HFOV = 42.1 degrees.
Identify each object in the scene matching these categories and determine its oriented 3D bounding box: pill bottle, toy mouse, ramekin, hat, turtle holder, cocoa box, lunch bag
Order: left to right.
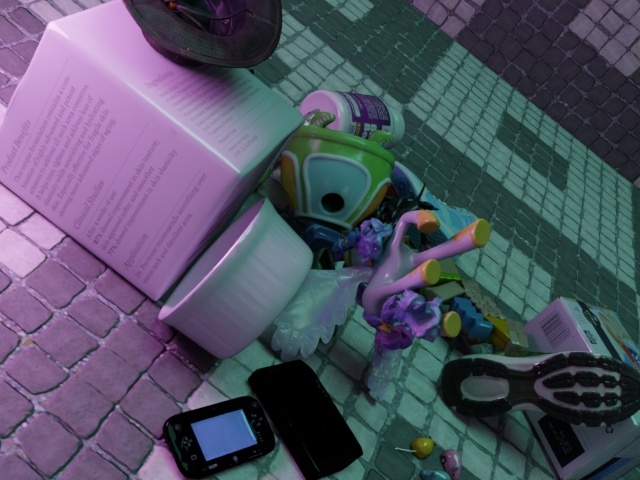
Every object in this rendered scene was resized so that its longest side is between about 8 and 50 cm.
[{"bbox_3d":[-0.220,-0.394,1.427,0.331,0.134,0.331,16,55,-23],"label":"hat"},{"bbox_3d":[-0.138,0.071,1.432,0.135,0.277,0.277,42,31,-12],"label":"ramekin"},{"bbox_3d":[0.000,0.000,1.848,0.098,0.067,0.065,19,36,-27],"label":"lunch bag"},{"bbox_3d":[0.004,-0.154,1.879,0.320,0.243,0.228,19,82,-29],"label":"turtle holder"},{"bbox_3d":[0.091,-0.311,2.237,0.301,0.169,0.169,-5,53,-48],"label":"pill bottle"},{"bbox_3d":[0.236,0.432,1.585,0.161,0.031,0.143,-3,51,-48],"label":"toy mouse"},{"bbox_3d":[0.613,0.341,1.900,0.227,0.231,0.347,13,41,-37],"label":"cocoa box"}]

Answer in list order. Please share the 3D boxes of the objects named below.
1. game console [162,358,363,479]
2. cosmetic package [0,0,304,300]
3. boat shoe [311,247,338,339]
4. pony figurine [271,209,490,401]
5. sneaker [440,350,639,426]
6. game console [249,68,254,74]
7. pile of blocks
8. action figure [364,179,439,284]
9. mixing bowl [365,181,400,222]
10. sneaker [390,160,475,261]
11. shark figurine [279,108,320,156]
[{"bbox_3d":[-0.097,0.317,1.374,0.361,0.044,0.213,-5,53,-48],"label":"game console"},{"bbox_3d":[-0.309,-0.181,1.504,0.393,0.329,0.327,39,32,-2],"label":"cosmetic package"},{"bbox_3d":[0.003,0.103,1.715,0.080,0.073,0.224,24,35,-29],"label":"boat shoe"},{"bbox_3d":[0.118,0.102,1.565,0.302,0.363,0.351,31,68,-28],"label":"pony figurine"},{"bbox_3d":[0.470,0.286,1.758,0.410,0.158,0.182,2,8,18],"label":"sneaker"},{"bbox_3d":[-0.152,-0.351,2.121,0.085,0.124,0.144,7,36,-2],"label":"game console"},{"bbox_3d":[0.320,0.169,1.931,0.148,0.113,0.362,-12,45,-37],"label":"pile of blocks"},{"bbox_3d":[0.177,-0.006,1.921,0.164,0.141,0.276,14,57,28],"label":"action figure"},{"bbox_3d":[0.127,-0.112,2.061,0.181,0.098,0.181,59,-2,4],"label":"mixing bowl"},{"bbox_3d":[0.289,-0.081,2.202,0.208,0.127,0.319,-16,71,-51],"label":"sneaker"},{"bbox_3d":[-0.122,-0.247,2.010,0.116,0.166,0.278,19,16,37],"label":"shark figurine"}]
